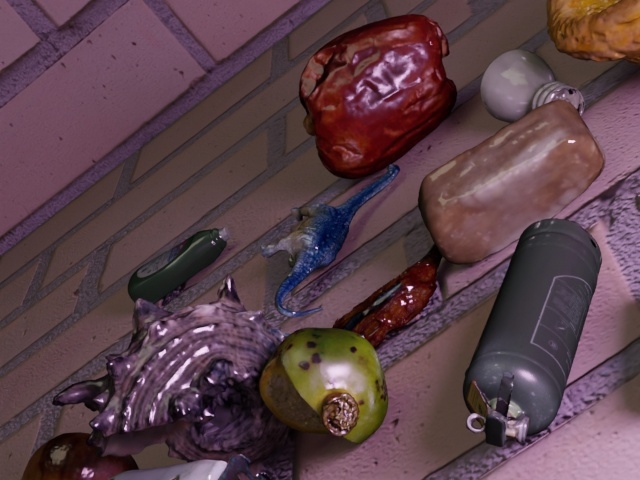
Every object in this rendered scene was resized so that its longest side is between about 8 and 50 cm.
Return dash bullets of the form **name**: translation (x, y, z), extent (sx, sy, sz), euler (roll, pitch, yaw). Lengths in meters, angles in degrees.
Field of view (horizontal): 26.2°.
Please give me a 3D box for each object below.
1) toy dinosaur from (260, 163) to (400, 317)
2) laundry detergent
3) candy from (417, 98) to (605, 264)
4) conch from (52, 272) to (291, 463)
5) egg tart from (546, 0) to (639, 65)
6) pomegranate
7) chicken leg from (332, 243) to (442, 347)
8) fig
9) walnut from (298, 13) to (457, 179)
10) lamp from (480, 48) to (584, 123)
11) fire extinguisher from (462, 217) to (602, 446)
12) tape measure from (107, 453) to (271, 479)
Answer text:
- **toy dinosaur**: translation (-0.006, 0.000, 2.054), extent (0.147, 0.076, 0.363), euler (-14, 27, 41)
- **laundry detergent**: translation (-0.245, 0.033, 2.465), extent (0.211, 0.063, 0.137), euler (-34, 13, 18)
- **candy**: translation (0.231, -0.071, 1.680), extent (0.234, 0.102, 0.104), euler (-30, 40, 12)
- **conch**: translation (-0.153, 0.182, 1.639), extent (0.313, 0.240, 0.186), euler (-9, 37, -37)
- **egg tart**: translation (0.493, -0.341, 1.698), extent (0.443, 0.178, 0.443), euler (-33, 20, 14)
- **pomegranate**: translation (0.016, 0.158, 1.534), extent (0.122, 0.143, 0.169), euler (-47, 10, -19)
- **chicken leg**: translation (0.103, 0.063, 1.739), extent (0.253, 0.051, 0.106), euler (-42, 13, -13)
- **fig**: translation (-0.343, 0.354, 1.807), extent (0.231, 0.143, 0.160), euler (-49, -12, -4)
- **walnut**: translation (0.096, -0.232, 2.212), extent (0.269, 0.221, 0.244), euler (-25, -2, 4)
- **lamp**: translation (0.293, -0.202, 1.906), extent (0.106, 0.106, 0.193), euler (-41, 28, -1)
- **fire extinguisher**: translation (0.206, 0.099, 1.360), extent (0.095, 0.114, 0.311), euler (16, 43, 12)
- **tape measure**: translation (-0.205, 0.351, 1.555), extent (0.243, 0.125, 0.246), euler (-18, 28, 49)
